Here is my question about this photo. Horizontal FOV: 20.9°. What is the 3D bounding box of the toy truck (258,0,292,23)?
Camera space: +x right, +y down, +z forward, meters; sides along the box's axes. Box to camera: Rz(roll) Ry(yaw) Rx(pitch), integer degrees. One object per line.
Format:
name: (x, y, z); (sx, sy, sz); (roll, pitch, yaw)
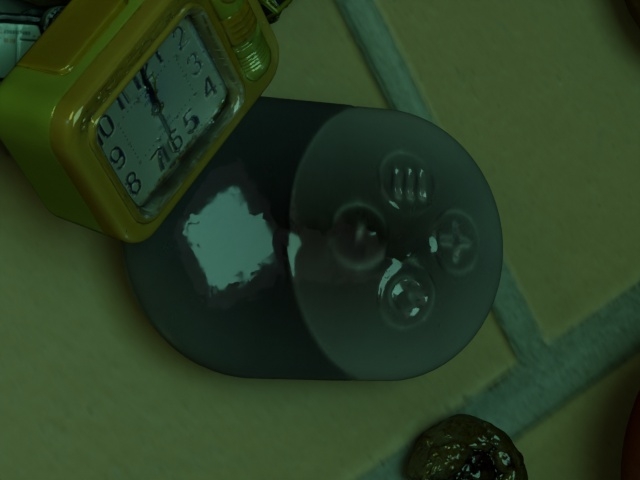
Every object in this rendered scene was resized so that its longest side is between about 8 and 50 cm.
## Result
toy truck: (-0.036, -0.216, 1.400); (0.054, 0.049, 0.083); (48, 66, -17)

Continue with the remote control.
remote control: (0.000, 0.000, 1.370); (0.332, 0.103, 0.221); (3, 82, -25)

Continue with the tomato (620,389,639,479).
tomato: (0.427, 0.197, 1.453); (0.322, 0.321, 0.321); (2, 84, -27)

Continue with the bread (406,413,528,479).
bread: (0.131, 0.191, 1.444); (0.113, 0.060, 0.082); (35, 74, -19)

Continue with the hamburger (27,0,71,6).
hamburger: (-0.210, -0.253, 1.298); (0.147, 0.083, 0.138); (35, 75, -18)

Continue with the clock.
clock: (-0.127, -0.112, 1.239); (0.202, 0.096, 0.143); (-54, 144, -23)

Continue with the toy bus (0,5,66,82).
toy bus: (-0.255, -0.129, 1.263); (0.194, 0.087, 0.089); (0, 95, -28)

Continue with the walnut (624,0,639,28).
walnut: (0.316, -0.255, 1.555); (0.116, 0.116, 0.207); (-20, 87, -27)
